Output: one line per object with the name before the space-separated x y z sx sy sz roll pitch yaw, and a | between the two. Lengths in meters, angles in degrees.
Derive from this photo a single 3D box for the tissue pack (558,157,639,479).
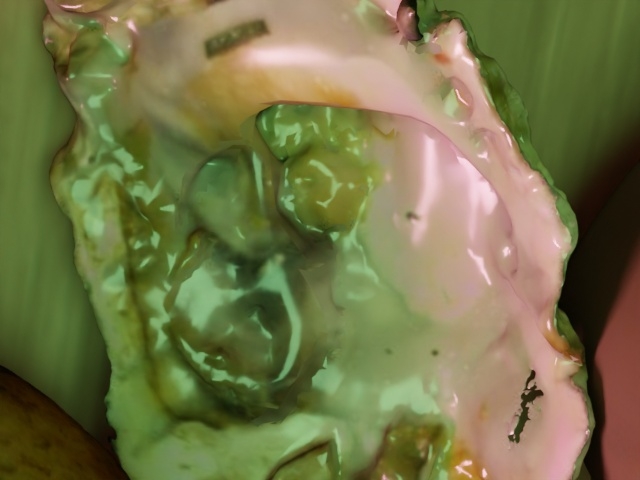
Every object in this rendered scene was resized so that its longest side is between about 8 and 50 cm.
tissue pack | 0.279 0.112 0.516 0.277 0.267 0.387 -37 109 2

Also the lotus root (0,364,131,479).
lotus root | -0.166 0.115 0.434 0.314 0.141 0.169 45 72 -21

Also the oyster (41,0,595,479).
oyster | 0.003 -0.001 0.491 0.201 0.107 0.355 -9 103 15
